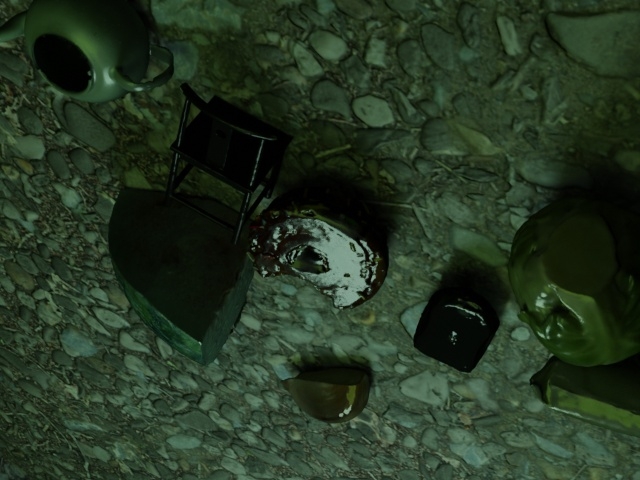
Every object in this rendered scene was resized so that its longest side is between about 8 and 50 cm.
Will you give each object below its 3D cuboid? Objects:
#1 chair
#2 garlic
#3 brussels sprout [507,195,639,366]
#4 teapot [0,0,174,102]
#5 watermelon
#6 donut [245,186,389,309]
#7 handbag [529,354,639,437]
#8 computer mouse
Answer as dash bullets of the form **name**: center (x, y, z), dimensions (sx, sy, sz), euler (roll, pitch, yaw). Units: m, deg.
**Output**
- **chair**: center (-0.137, -0.138, 1.420), dimensions (0.155, 0.141, 0.260), euler (28, 142, 4)
- **garlic**: center (0.021, 0.298, 1.808), dimensions (0.196, 0.087, 0.101), euler (-4, 115, 39)
- **brussels sprout**: center (0.349, 0.053, 1.236), dimensions (0.244, 0.244, 0.244), euler (18, 138, 17)
- **teapot**: center (-0.355, -0.292, 1.413), dimensions (0.294, 0.129, 0.193), euler (21, 140, 13)
- **watermelon**: center (-0.216, 0.044, 1.633), dimensions (0.387, 0.258, 0.228), euler (57, 179, 43)
- **donut**: center (0.001, 0.001, 1.493), dimensions (0.230, 0.096, 0.216), euler (16, 136, 7)
- **handbag**: center (0.472, 0.213, 1.323), dimensions (0.316, 0.253, 0.109), euler (13, 100, 22)
- **computer mouse**: center (0.222, 0.133, 1.515), dimensions (0.122, 0.073, 0.217), euler (28, 146, 9)
